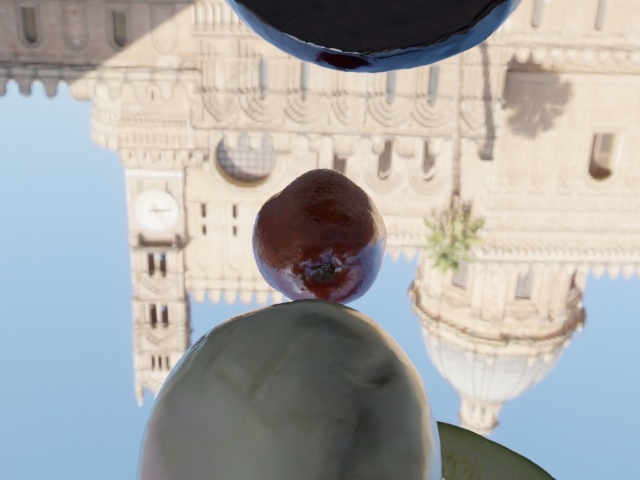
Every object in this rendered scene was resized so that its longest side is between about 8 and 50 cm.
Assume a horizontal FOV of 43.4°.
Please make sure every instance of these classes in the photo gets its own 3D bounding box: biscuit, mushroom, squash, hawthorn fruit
[{"bbox_3d":[0.062,-0.375,0.912,0.407,0.408,0.091,4,165,5],"label":"biscuit"},{"bbox_3d":[-0.039,0.201,0.783,0.315,0.315,0.356,0,-172,-5],"label":"mushroom"},{"bbox_3d":[0.227,0.309,1.011,0.288,0.203,0.111,4,-148,28],"label":"squash"},{"bbox_3d":[0.000,0.000,1.014,0.189,0.189,0.189,2,-156,-1],"label":"hawthorn fruit"}]
